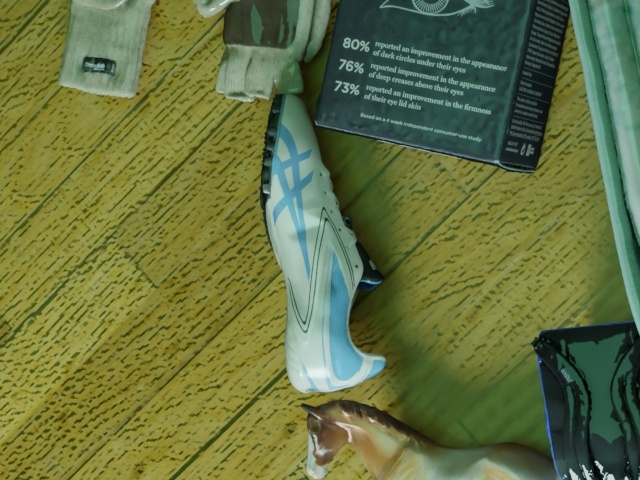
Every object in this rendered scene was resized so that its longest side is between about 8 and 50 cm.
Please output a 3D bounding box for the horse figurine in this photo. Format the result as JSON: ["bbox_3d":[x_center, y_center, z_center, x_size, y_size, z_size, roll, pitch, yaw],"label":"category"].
[{"bbox_3d":[0.113,0.211,1.499,0.263,0.066,0.174,2,96,24],"label":"horse figurine"}]

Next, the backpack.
[{"bbox_3d":[0.216,0.120,1.439,0.098,0.101,0.120,-8,86,20],"label":"backpack"}]

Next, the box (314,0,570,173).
[{"bbox_3d":[0.100,-0.167,1.486,0.153,0.108,0.207,14,94,21],"label":"box"}]

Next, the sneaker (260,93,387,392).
[{"bbox_3d":[0.000,0.000,1.545,0.086,0.085,0.237,-9,83,-3],"label":"sneaker"}]

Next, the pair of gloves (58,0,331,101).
[{"bbox_3d":[-0.101,-0.215,1.602,0.240,0.042,0.204,3,94,23],"label":"pair of gloves"}]

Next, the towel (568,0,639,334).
[{"bbox_3d":[0.250,-0.070,1.312,0.090,0.320,0.374,-12,84,19],"label":"towel"}]
